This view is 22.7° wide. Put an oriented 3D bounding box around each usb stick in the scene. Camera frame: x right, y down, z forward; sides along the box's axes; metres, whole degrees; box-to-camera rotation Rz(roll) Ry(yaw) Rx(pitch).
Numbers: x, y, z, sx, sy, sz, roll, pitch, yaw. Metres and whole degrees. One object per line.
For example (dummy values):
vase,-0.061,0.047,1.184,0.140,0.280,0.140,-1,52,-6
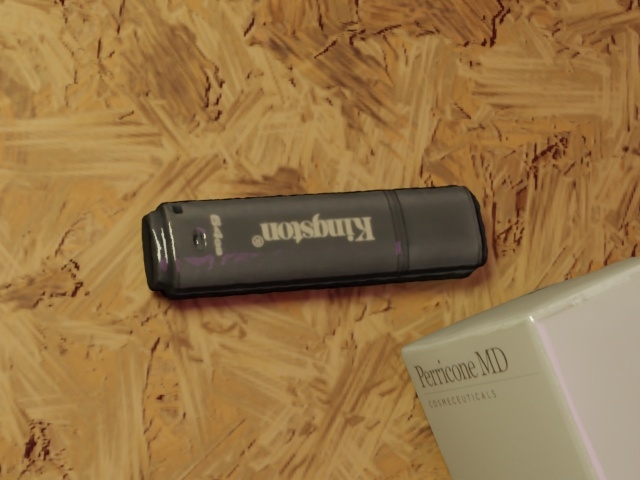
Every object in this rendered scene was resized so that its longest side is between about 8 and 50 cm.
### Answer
usb stick,0.000,0.000,1.235,0.278,0.045,0.077,-4,83,-22

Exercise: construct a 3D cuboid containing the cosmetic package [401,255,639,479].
cosmetic package,0.250,0.250,1.189,0.162,0.230,0.453,-21,88,-23
